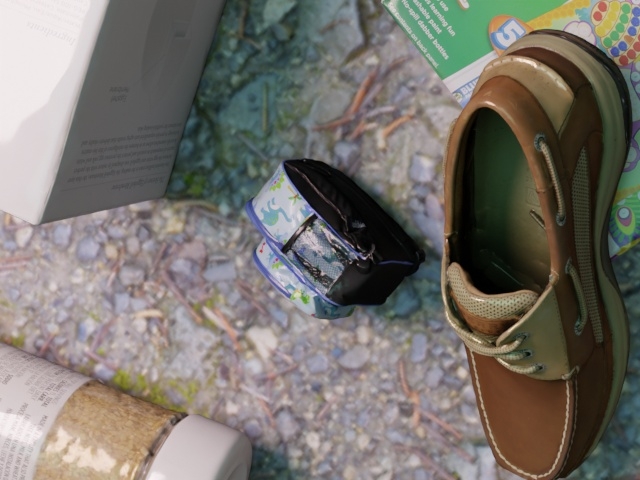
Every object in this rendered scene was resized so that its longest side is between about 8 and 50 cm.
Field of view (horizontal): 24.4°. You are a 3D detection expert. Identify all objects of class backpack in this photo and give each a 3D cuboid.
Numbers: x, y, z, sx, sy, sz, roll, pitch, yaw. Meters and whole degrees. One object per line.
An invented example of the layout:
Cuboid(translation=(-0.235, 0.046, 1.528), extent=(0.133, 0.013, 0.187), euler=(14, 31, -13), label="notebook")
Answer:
Cuboid(translation=(0.000, 0.000, 1.072), extent=(0.084, 0.105, 0.114), euler=(-48, 71, 18), label="backpack")

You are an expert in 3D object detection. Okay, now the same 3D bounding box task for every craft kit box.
Cuboid(translation=(0.213, -0.145, 1.024), extent=(0.247, 0.061, 0.250), euler=(-38, 85, 13), label="craft kit box")

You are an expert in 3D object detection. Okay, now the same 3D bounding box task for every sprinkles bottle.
Cuboid(translation=(-0.234, 0.144, 1.144), extent=(0.355, 0.121, 0.121), euler=(20, 101, 13), label="sprinkles bottle")

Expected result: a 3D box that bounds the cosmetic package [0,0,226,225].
Cuboid(translation=(-0.175, -0.145, 1.042), extent=(0.138, 0.224, 0.224), euler=(21, 101, 12), label="cosmetic package")

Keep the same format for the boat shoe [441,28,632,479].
Cuboid(translation=(0.128, 0.024, 0.987), extent=(0.123, 0.120, 0.324), euler=(15, 123, 36), label="boat shoe")
